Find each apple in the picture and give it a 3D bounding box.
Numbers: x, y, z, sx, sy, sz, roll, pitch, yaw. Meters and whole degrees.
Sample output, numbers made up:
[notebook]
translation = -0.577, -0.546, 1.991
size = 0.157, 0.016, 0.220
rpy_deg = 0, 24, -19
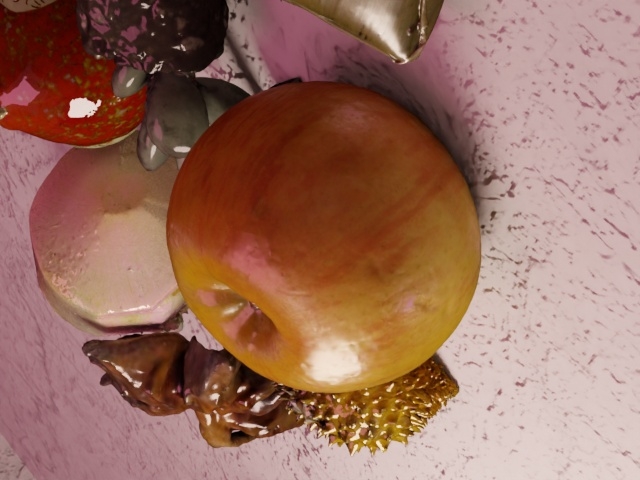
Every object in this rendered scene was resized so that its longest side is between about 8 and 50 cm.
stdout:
[apple]
translation = 0.000, 0.000, 1.438
size = 0.286, 0.233, 0.286
rpy_deg = 38, 149, 27

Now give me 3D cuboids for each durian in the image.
[durian]
translation = 0.013, 0.132, 1.727
size = 0.183, 0.138, 0.249
rpy_deg = 57, 164, -26

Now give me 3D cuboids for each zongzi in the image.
[zongzi]
translation = 0.004, -0.267, 1.182
size = 0.228, 0.115, 0.256
rpy_deg = 24, 147, 3

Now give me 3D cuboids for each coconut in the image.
[coconut]
translation = -0.227, -0.004, 1.905
size = 0.233, 0.233, 0.245
rpy_deg = 51, 163, 9

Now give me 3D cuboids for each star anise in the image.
[star anise]
translation = -0.139, 0.182, 1.951
size = 0.292, 0.109, 0.349
rpy_deg = 20, 166, 0

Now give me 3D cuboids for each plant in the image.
[plant]
translation = -0.150, -0.183, 1.593
size = 0.146, 0.149, 0.275
rpy_deg = 0, 133, 20

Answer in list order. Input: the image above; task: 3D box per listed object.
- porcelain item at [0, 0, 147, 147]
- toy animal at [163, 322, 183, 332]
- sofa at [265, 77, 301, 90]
[porcelain item]
translation = -0.298, -0.194, 1.757
size = 0.253, 0.253, 0.253
rpy_deg = 42, 153, 27
[toy animal]
translation = -0.265, 0.054, 2.167
size = 0.127, 0.125, 0.251
rpy_deg = -108, -6, -55
[sofa]
translation = -0.019, -0.098, 1.592
size = 0.118, 0.039, 0.060
rpy_deg = 61, 154, -11
